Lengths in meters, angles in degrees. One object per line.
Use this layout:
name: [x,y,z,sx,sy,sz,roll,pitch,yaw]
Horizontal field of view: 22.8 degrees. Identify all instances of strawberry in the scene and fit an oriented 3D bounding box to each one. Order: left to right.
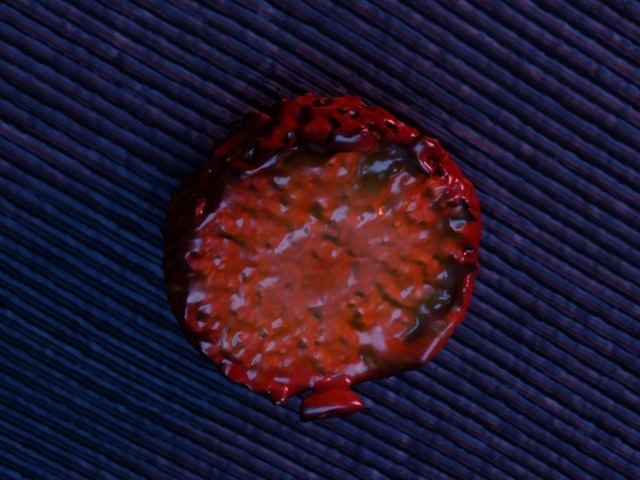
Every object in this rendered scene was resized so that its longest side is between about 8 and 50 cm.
strawberry: [0.000,0.000,0.684,0.145,0.086,0.145,-1,116,-2]
